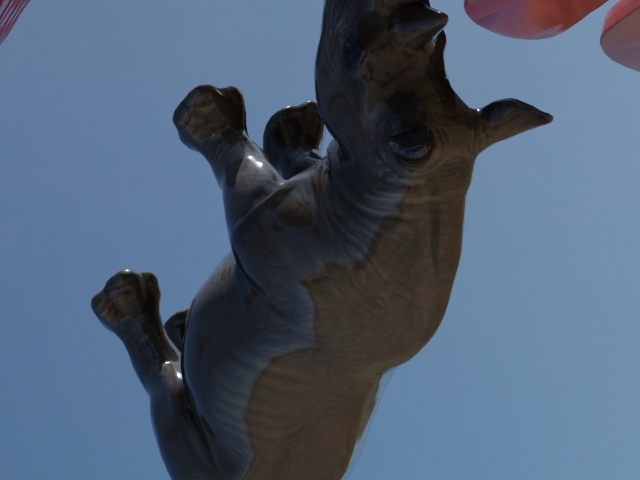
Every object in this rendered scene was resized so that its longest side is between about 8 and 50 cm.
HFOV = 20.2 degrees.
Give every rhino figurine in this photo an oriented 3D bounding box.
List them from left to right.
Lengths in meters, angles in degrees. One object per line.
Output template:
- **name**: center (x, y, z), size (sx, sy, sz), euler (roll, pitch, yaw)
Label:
- **rhino figurine**: center (0.000, 0.000, 0.559), size (0.073, 0.106, 0.243), euler (-10, -37, -34)

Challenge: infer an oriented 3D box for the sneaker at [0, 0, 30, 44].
- **sneaker**: center (-0.149, -0.106, 0.677), size (0.063, 0.075, 0.170), euler (-56, 8, 6)

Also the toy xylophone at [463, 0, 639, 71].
- **toy xylophone**: center (0.199, -0.103, 0.569), size (0.236, 0.323, 0.081), euler (129, 156, -68)
